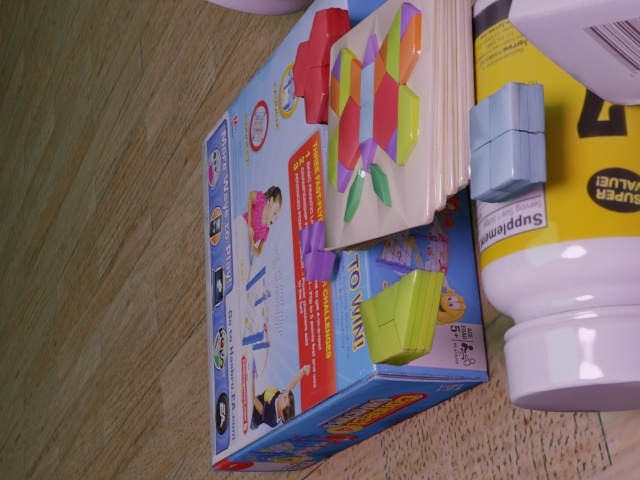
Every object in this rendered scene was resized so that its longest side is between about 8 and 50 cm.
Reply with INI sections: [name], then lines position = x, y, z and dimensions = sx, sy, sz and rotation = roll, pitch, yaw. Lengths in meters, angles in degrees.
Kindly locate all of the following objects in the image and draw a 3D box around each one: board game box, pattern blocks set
[board game box]
position = 0.000, 0.000, 0.940
dimensions = 0.302, 0.086, 0.308
rotation = 141, 131, -57
[pattern blocks set]
position = 0.038, -0.073, 0.685
dimensions = 0.325, 0.026, 0.285
rotation = 131, 140, -62

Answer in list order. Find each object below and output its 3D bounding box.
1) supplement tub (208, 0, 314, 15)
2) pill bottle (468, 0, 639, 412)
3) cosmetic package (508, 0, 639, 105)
[supplement tub]
position = -0.033, -0.341, 0.969
dimensions = 0.191, 0.191, 0.272
rotation = -109, 35, -44
[pill bottle]
position = 0.137, -0.024, 0.603
dimensions = 0.119, 0.119, 0.208
rotation = 148, 124, -60
[cosmetic package]
position = 0.172, -0.182, 0.517
dimensions = 0.117, 0.085, 0.231
rotation = -1, 65, 51
